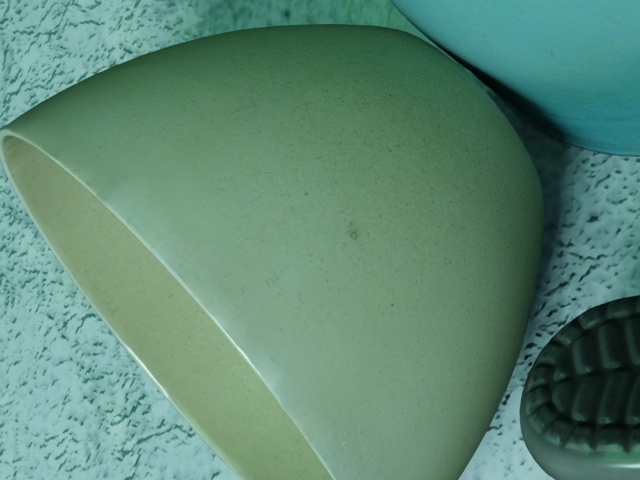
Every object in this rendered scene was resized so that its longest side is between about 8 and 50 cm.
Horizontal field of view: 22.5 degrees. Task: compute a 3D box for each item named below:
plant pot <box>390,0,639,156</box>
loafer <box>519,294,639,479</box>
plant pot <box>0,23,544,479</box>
[{"bbox_3d":[0.113,-0.200,0.760,0.272,0.255,0.271,-10,73,35],"label":"plant pot"},{"bbox_3d":[0.273,0.085,0.669,0.366,0.130,0.134,-1,44,28],"label":"loafer"},{"bbox_3d":[0.000,0.000,0.814,0.191,0.284,0.284,-41,51,-15],"label":"plant pot"}]
